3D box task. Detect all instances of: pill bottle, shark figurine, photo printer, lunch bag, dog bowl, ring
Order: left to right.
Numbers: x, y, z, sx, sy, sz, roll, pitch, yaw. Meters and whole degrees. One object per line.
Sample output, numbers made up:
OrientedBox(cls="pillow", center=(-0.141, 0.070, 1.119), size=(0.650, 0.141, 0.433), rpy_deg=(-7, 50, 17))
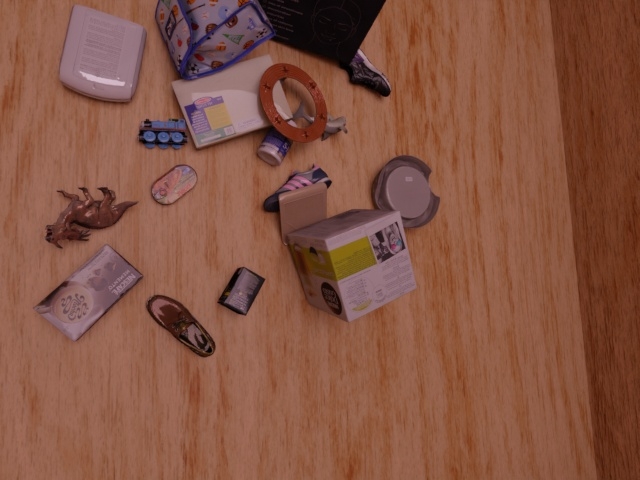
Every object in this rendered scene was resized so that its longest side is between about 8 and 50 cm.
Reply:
OrientedBox(cls="photo printer", center=(-0.792, -0.666, 1.562), size=(0.256, 0.107, 0.307), rpy_deg=(9, 81, -22))
OrientedBox(cls="lunch bag", center=(-0.425, -0.831, 1.601), size=(0.386, 0.239, 0.327), rpy_deg=(-30, 72, 14))
OrientedBox(cls="pill bottle", center=(-0.176, -0.419, 1.799), size=(0.112, 0.112, 0.186), rpy_deg=(32, 73, -17))
OrientedBox(cls="ring", center=(-0.097, -0.561, 1.734), size=(0.337, 0.032, 0.336), rpy_deg=(10, 74, -37))
OrientedBox(cls="shark figurine", center=(0.004, -0.501, 1.901), size=(0.279, 0.116, 0.166), rpy_deg=(3, 49, -31))
OrientedBox(cls="dog bowl", center=(0.398, -0.223, 2.033), size=(0.349, 0.102, 0.348), rpy_deg=(3, 82, -24))

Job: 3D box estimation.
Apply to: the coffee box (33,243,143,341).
OrientedBox(cls="coffee box", center=(-0.777, 0.174, 1.461), size=(0.168, 0.119, 0.297), rpy_deg=(46, 69, -11))

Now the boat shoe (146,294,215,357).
OrientedBox(cls="boat shoe", center=(-0.502, 0.308, 1.573), size=(0.307, 0.104, 0.110), rpy_deg=(43, 70, -13))

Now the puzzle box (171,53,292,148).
OrientedBox(cls="puzzle box", center=(-0.347, -0.551, 1.703), size=(0.409, 0.052, 0.271), rpy_deg=(-21, 94, -12))

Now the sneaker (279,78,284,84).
OrientedBox(cls="sneaker", center=(-0.225, -0.620, 1.820), size=(0.281, 0.105, 0.115), rpy_deg=(-46, 109, -10))

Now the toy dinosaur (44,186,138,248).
OrientedBox(cls="toy dinosaur", center=(-0.795, -0.081, 1.490), size=(0.296, 0.127, 0.200), rpy_deg=(-6, 94, -36))

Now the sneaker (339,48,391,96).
OrientedBox(cls="sneaker", center=(0.204, -0.768, 2.026), size=(0.283, 0.107, 0.124), rpy_deg=(45, 78, -5))

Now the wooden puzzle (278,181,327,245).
OrientedBox(cls="wooden puzzle", center=(-0.073, -0.114, 1.802), size=(0.221, 0.044, 0.238), rpy_deg=(-20, 126, -24))

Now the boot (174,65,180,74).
OrientedBox(cls="boot", center=(-0.526, -0.701, 1.722), size=(0.119, 0.042, 0.086), rpy_deg=(-16, 83, -31))

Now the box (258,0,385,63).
OrientedBox(cls="box", center=(-0.001, -1.025, 1.718), size=(0.481, 0.472, 0.297), rpy_deg=(13, 79, -13))

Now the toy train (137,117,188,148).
OrientedBox(cls="toy train", center=(-0.601, -0.411, 1.635), size=(0.184, 0.080, 0.105), rpy_deg=(-3, 76, -21))

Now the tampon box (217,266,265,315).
OrientedBox(cls="tampon box", center=(-0.308, 0.195, 1.663), size=(0.102, 0.120, 0.160), rpy_deg=(33, 72, -17))

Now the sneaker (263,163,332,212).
OrientedBox(cls="sneaker", center=(-0.116, -0.226, 1.823), size=(0.319, 0.112, 0.131), rpy_deg=(-25, 70, -22))

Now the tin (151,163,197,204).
OrientedBox(cls="tin", center=(-0.562, -0.214, 1.648), size=(0.190, 0.040, 0.106), rpy_deg=(-43, 97, -22))

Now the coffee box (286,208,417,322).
OrientedBox(cls="coffee box", center=(0.121, 0.083, 1.717), size=(0.338, 0.338, 0.334), rpy_deg=(-22, 105, -25))
